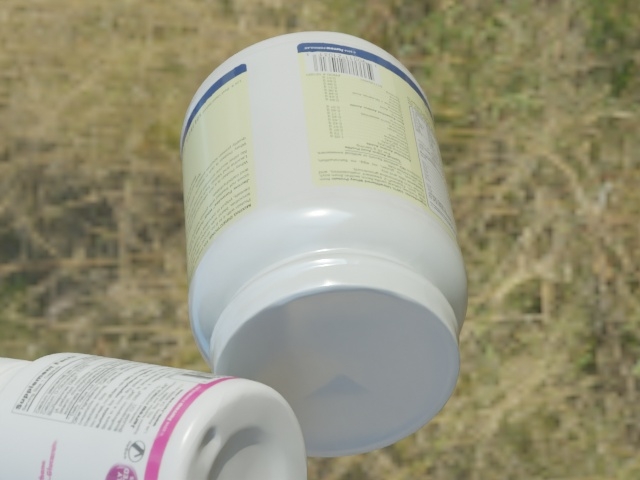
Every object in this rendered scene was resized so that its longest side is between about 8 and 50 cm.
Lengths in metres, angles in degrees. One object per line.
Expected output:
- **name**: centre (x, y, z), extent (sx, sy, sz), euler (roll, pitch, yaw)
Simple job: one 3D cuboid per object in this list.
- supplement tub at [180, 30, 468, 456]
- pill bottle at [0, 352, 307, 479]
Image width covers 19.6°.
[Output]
- **supplement tub**: centre (0.000, 0.000, 1.592), extent (0.325, 0.235, 0.235), euler (-97, 26, -48)
- **pill bottle**: centre (-0.165, 0.174, 1.455), extent (0.283, 0.160, 0.160), euler (5, 95, 38)
